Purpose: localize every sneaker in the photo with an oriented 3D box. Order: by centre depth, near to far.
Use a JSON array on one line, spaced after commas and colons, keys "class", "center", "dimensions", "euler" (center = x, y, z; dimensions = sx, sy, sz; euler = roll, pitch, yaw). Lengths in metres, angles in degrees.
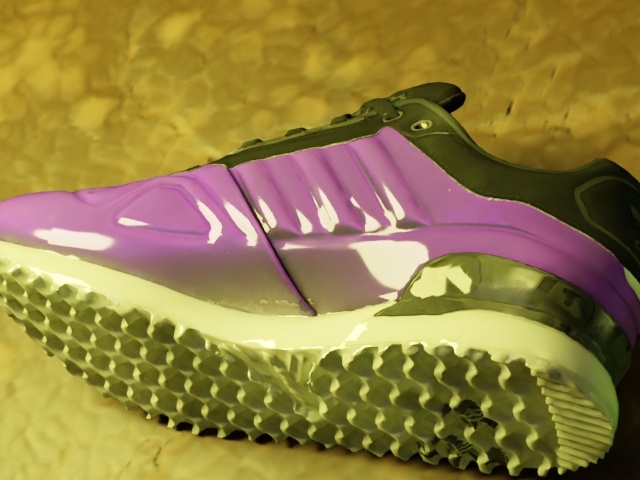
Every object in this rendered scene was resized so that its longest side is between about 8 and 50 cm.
[{"class": "sneaker", "center": [0.001, 0.001, 0.811], "dimensions": [0.293, 0.102, 0.146], "euler": [9, 58, 26]}]
